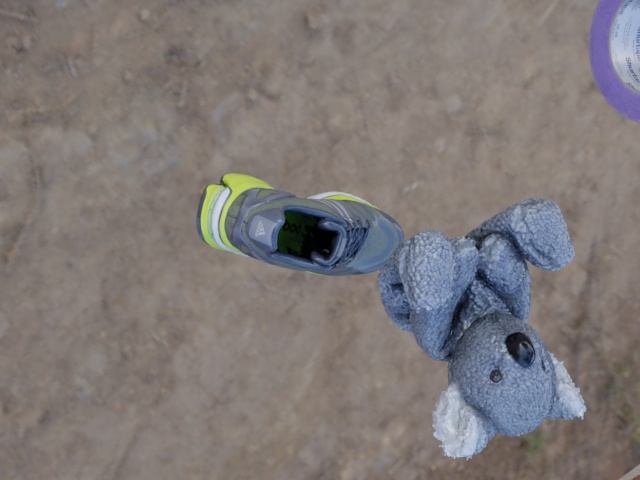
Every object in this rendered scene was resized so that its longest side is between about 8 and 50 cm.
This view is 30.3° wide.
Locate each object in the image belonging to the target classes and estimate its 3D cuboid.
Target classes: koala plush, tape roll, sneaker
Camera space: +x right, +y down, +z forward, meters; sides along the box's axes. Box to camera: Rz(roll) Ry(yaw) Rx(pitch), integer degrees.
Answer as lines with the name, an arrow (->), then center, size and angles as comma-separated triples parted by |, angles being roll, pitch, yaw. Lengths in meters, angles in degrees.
koala plush -> 0.173, 0.103, 1.221 | 0.196, 0.221, 0.203 | -17, 164, -23
tape roll -> 0.402, -0.225, 1.338 | 0.080, 0.189, 0.189 | -5, 130, -38
sneaker -> 0.000, 0.000, 1.384 | 0.300, 0.121, 0.111 | 6, 104, -45

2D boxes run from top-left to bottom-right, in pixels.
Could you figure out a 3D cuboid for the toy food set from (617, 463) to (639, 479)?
toy food set -> 0.319, 0.283, 1.124 | 0.128, 0.218, 0.071 | -28, 124, -6
